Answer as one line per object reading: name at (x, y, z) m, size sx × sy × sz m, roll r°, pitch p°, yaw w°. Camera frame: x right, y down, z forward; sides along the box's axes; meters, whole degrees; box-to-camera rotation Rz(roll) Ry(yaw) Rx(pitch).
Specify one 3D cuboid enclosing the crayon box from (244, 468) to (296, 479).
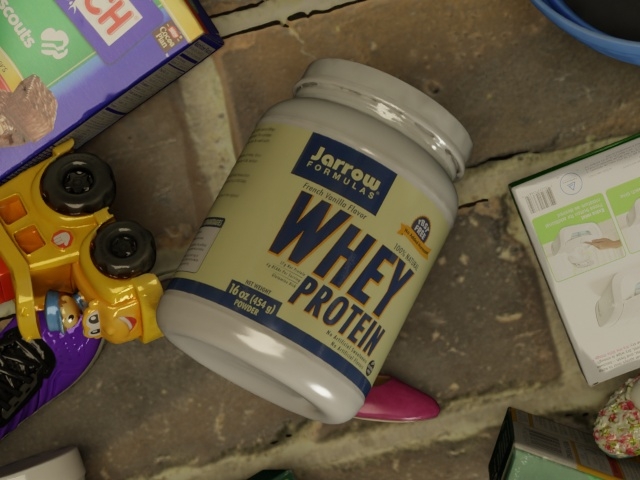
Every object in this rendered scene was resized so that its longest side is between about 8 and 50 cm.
crayon box at (-0.129, 0.409, 1.599) m, size 0.318 × 0.081 × 0.202 m, roll -28°, pitch 95°, yaw -27°

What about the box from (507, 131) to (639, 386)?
box at (0.363, -0.001, 1.584) m, size 0.262 × 0.127 × 0.231 m, roll -23°, pitch 92°, yaw 6°

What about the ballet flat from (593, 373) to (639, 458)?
ballet flat at (0.391, 0.148, 1.577) m, size 0.241 × 0.077 × 0.091 m, roll -25°, pitch 50°, yaw -21°

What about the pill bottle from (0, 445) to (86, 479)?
pill bottle at (-0.292, 0.383, 1.660) m, size 0.162 × 0.162 × 0.279 m, roll -18°, pitch 91°, yaw 7°

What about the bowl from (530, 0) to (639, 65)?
bowl at (0.376, -0.352, 1.502) m, size 0.391 × 0.077 × 0.391 m, roll -9°, pitch 66°, yaw 20°

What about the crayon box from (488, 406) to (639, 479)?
crayon box at (0.342, 0.282, 1.566) m, size 0.322 × 0.203 × 0.083 m, roll 18°, pitch 96°, yaw 4°

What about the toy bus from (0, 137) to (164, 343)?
toy bus at (-0.291, 0.032, 1.584) m, size 0.211 × 0.149 × 0.220 m, roll -26°, pitch 64°, yaw -21°

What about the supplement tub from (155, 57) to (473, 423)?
supplement tub at (0.000, 0.000, 1.537) m, size 0.235 × 0.235 × 0.325 m, roll 27°, pitch 77°, yaw 3°

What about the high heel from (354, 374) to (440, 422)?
high heel at (0.022, 0.126, 1.654) m, size 0.244 × 0.082 × 0.117 m, roll 14°, pitch 99°, yaw 15°

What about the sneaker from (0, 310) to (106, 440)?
sneaker at (-0.355, 0.164, 1.658) m, size 0.102 × 0.146 × 0.293 m, roll 45°, pitch 97°, yaw 1°

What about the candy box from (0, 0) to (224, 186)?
candy box at (-0.313, -0.242, 1.639) m, size 0.317 × 0.122 × 0.268 m, roll -35°, pitch 89°, yaw 6°
